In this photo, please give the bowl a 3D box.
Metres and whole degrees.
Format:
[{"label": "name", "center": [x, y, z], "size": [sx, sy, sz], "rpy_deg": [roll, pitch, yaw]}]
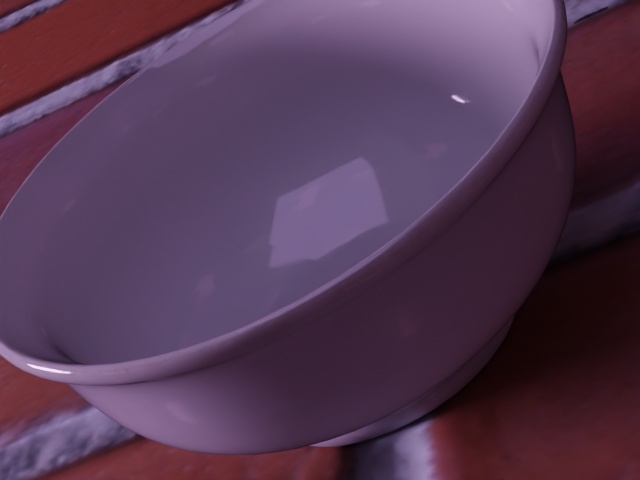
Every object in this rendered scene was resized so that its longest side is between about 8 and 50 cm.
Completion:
[{"label": "bowl", "center": [0.000, 0.000, 0.769], "size": [0.298, 0.134, 0.298], "rpy_deg": [-23, 30, 14]}]
